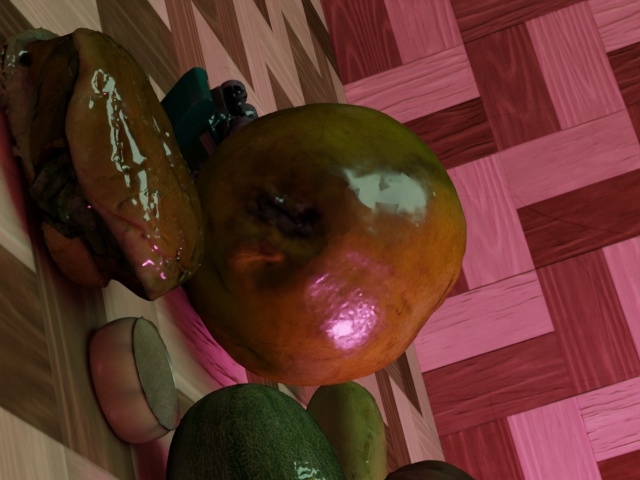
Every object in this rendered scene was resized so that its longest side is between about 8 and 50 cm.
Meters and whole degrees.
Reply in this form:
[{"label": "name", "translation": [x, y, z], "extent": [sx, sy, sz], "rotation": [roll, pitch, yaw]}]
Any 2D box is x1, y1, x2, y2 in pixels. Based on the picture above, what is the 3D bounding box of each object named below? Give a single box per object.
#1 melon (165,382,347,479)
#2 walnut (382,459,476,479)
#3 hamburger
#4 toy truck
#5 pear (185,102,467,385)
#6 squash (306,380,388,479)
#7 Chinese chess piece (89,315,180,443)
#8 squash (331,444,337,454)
[{"label": "melon", "translation": [-0.053, 0.279, 1.516], "extent": [0.182, 0.182, 0.287], "rotation": [43, 25, -71]}, {"label": "walnut", "translation": [0.108, 0.344, 1.620], "extent": [0.224, 0.224, 0.224], "rotation": [-19, 90, -81]}, {"label": "hamburger", "translation": [-0.202, -0.080, 1.518], "extent": [0.265, 0.134, 0.284], "rotation": [-50, 123, -77]}, {"label": "toy truck", "translation": [-0.121, -0.112, 2.071], "extent": [0.114, 0.124, 0.253], "rotation": [-107, 174, -48]}, {"label": "pear", "translation": [0.000, 0.000, 1.912], "extent": [0.413, 0.352, 0.352], "rotation": [40, 32, -59]}, {"label": "squash", "translation": [0.041, 0.339, 2.175], "extent": [0.370, 0.118, 0.118], "rotation": [-96, 164, -50]}, {"label": "Chinese chess piece", "translation": [-0.178, 0.134, 1.502], "extent": [0.122, 0.051, 0.122], "rotation": [-17, 90, -80]}, {"label": "squash", "translation": [-0.017, 0.307, 1.733], "extent": [0.123, 0.123, 0.186], "rotation": [-97, 168, -51]}]
